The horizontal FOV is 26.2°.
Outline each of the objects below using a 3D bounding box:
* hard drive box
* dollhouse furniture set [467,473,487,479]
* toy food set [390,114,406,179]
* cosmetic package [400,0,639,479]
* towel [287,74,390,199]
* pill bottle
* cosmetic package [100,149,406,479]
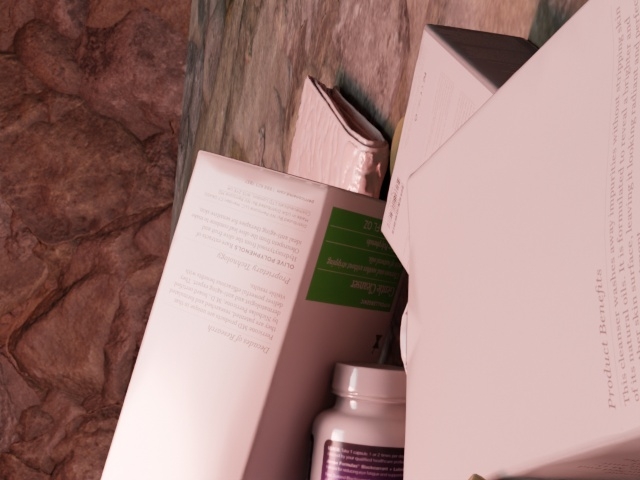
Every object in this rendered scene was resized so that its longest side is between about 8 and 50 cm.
[{"bbox_3d":[0.126,-0.042,1.011,0.232,0.089,0.181,-114,32,-66],"label":"hard drive box"},{"bbox_3d":[0.076,0.294,0.675,0.262,0.259,0.135,-50,-11,-15],"label":"dollhouse furniture set"},{"bbox_3d":[0.087,-0.084,1.344,0.083,0.020,0.083,123,150,-62],"label":"toy food set"},{"bbox_3d":[0.166,0.017,0.685,0.385,0.156,0.217,133,141,-71],"label":"cosmetic package"},{"bbox_3d":[0.000,0.000,1.609,0.317,0.053,0.332,-115,34,-67],"label":"towel"},{"bbox_3d":[0.042,0.207,1.216,0.108,0.108,0.194,-177,93,-77],"label":"pill bottle"},{"bbox_3d":[-0.058,0.119,1.281,0.197,0.155,0.366,10,-84,-60],"label":"cosmetic package"}]
